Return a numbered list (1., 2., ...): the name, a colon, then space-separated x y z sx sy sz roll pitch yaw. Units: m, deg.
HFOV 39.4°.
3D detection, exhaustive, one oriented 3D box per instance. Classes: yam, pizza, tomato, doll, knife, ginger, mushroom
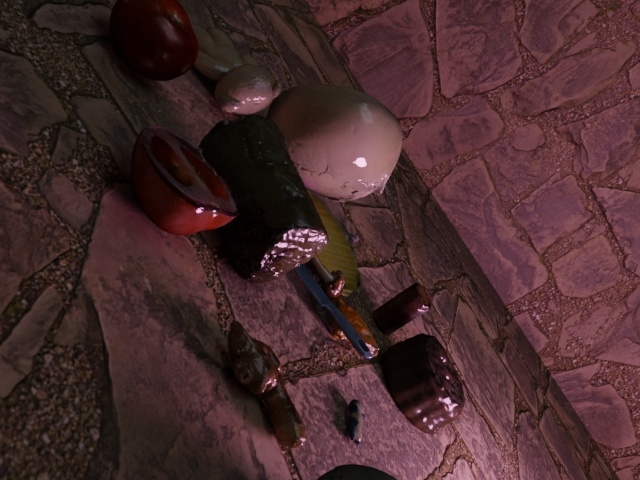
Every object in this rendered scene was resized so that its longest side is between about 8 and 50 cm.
1. yam: 0.202 0.169 2.206 0.079 0.141 0.079 47 20 -23
2. pizza: 0.059 0.189 1.944 0.178 0.041 0.131 49 23 -3
3. tomato: -0.332 -0.406 1.773 0.195 0.136 0.195 49 22 -28
4. doll: 0.069 0.351 1.728 0.037 0.027 0.125 58 16 -23
5. knife: 0.008 0.129 1.895 0.044 0.019 0.313 -10 57 -54
6. ginger: -0.090 0.239 1.453 0.214 0.059 0.133 67 12 23
7. doll: -0.222 -0.402 2.132 0.278 0.175 0.149 55 -22 22
8. mushroom: -0.006 0.040 1.950 0.187 0.061 0.060 59 5 7
9. tomato: -0.249 -0.089 1.498 0.199 0.112 0.228 57 17 25
10. yam: -0.113 -0.072 1.709 0.195 0.195 0.300 30 32 -56

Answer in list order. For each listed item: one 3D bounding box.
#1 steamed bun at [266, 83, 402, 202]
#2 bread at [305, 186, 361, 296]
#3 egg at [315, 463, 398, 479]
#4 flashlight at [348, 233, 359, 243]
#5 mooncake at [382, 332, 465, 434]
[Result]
1. steamed bun: 0.017 -0.230 2.189 0.312 0.334 0.233 26 67 -47
2. bread: 0.003 0.005 2.120 0.301 0.045 0.301 47 23 -27
3. egg: 0.068 0.432 1.353 0.236 0.169 0.169 47 20 -32
4. flashlight: 0.084 -0.001 2.384 0.018 0.018 0.083 57 17 1
5. mooncake: 0.251 0.331 2.094 0.228 0.124 0.228 51 18 -24
